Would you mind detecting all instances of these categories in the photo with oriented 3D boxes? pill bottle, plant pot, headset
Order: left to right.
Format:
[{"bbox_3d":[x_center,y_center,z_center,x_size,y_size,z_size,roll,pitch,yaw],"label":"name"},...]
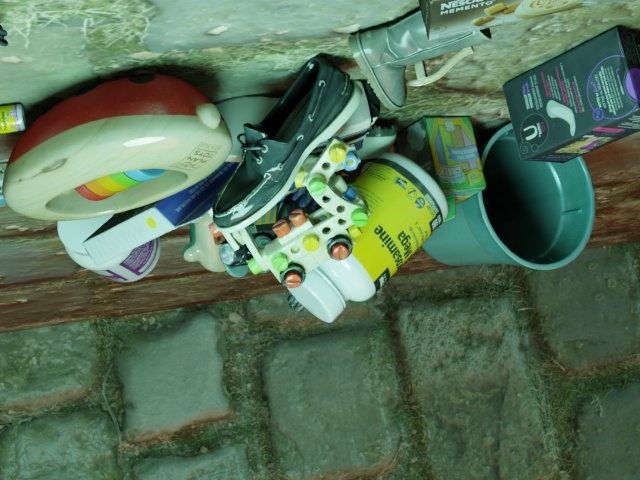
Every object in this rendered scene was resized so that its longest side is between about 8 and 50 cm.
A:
[{"bbox_3d":[-0.521,-0.194,1.584,0.083,0.043,0.043,-9,168,-9],"label":"pill bottle"},{"bbox_3d":[-0.475,-0.008,2.197,0.169,0.169,0.301,-12,168,3],"label":"pill bottle"},{"bbox_3d":[0.000,0.000,2.203,0.243,0.394,0.185,28,116,-10],"label":"headset"},{"bbox_3d":[0.083,-0.002,1.951,0.334,0.188,0.188,-45,176,-15],"label":"pill bottle"},{"bbox_3d":[0.406,-0.083,2.328,0.341,0.341,0.334,-4,175,-30],"label":"plant pot"}]

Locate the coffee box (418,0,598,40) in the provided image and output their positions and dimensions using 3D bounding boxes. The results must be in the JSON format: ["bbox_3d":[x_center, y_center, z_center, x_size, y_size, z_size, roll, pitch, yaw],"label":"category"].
[{"bbox_3d":[0.258,-0.366,1.341,0.246,0.098,0.141,-11,168,2],"label":"coffee box"}]

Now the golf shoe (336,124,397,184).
[{"bbox_3d":[0.096,-0.165,2.094,0.105,0.120,0.273,-4,165,-21],"label":"golf shoe"}]

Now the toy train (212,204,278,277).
[{"bbox_3d":[-0.119,-0.026,2.303,0.142,0.190,0.334,-20,173,40],"label":"toy train"}]

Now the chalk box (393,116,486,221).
[{"bbox_3d":[0.257,-0.144,2.097,0.132,0.213,0.132,-5,168,-31],"label":"chalk box"}]

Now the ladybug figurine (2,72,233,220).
[{"bbox_3d":[-0.341,-0.157,1.631,0.449,0.162,0.305,-17,167,30],"label":"ladybug figurine"}]

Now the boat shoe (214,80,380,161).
[{"bbox_3d":[-0.062,-0.189,1.801,0.340,0.127,0.158,-10,161,-8],"label":"boat shoe"}]

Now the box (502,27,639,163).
[{"bbox_3d":[0.506,-0.267,1.860,0.143,0.165,0.270,-1,165,-42],"label":"box"}]

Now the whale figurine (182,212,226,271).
[{"bbox_3d":[-0.260,-0.043,2.358,0.216,0.141,0.272,-44,147,-5],"label":"whale figurine"}]

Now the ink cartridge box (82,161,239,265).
[{"bbox_3d":[-0.266,-0.092,1.881,0.307,0.072,0.303,-24,-164,38],"label":"ink cartridge box"}]

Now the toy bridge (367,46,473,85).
[{"bbox_3d":[0.169,-0.297,1.670,0.188,0.063,0.026,-15,168,17],"label":"toy bridge"}]

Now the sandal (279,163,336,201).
[{"bbox_3d":[-0.090,-0.127,2.112,0.317,0.126,0.138,-15,172,25],"label":"sandal"}]

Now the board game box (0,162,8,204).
[{"bbox_3d":[-0.662,-0.102,1.898,0.211,0.039,0.160,-8,168,-15],"label":"board game box"}]

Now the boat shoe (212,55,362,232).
[{"bbox_3d":[-0.077,-0.166,1.621,0.340,0.127,0.113,-45,128,-2],"label":"boat shoe"}]

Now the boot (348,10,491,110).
[{"bbox_3d":[0.172,-0.302,1.570,0.208,0.076,0.189,-20,146,19],"label":"boot"}]

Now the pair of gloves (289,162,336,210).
[{"bbox_3d":[-0.053,-0.146,1.979,0.198,0.023,0.159,24,124,-8],"label":"pair of gloves"}]

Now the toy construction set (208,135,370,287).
[{"bbox_3d":[-0.049,-0.043,1.779,0.328,0.151,0.215,-23,123,22],"label":"toy construction set"}]

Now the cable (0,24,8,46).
[{"bbox_3d":[-0.482,-0.272,1.247,0.150,0.047,0.184,-11,169,-1],"label":"cable"}]
